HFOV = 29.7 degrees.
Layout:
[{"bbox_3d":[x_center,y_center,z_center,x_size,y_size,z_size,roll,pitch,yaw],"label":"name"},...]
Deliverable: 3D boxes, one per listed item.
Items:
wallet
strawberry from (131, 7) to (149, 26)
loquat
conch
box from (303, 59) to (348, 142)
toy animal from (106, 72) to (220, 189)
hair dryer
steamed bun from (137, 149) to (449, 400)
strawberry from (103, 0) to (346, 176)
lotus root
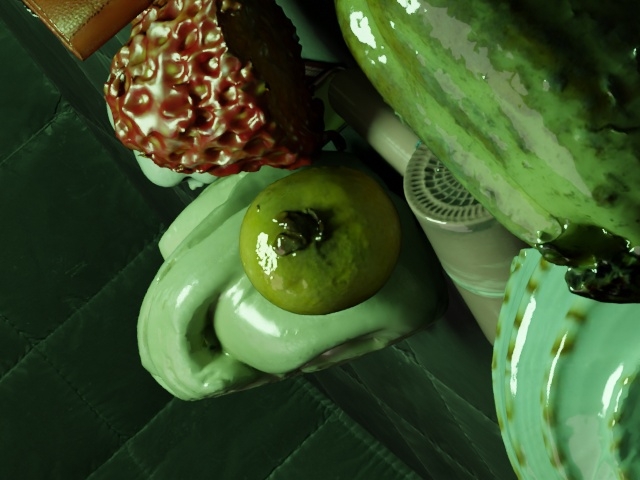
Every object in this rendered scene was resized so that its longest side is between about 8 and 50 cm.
[{"bbox_3d":[-0.192,-0.279,1.137,0.142,0.204,0.045,46,171,17],"label":"wallet"},{"bbox_3d":[-0.168,-0.270,1.336,0.236,0.107,0.175,33,163,48],"label":"strawberry"},{"bbox_3d":[0.000,0.000,1.105,0.163,0.163,0.137,175,94,-76],"label":"loquat"},{"bbox_3d":[0.247,0.135,0.834,0.303,0.215,0.319,23,168,10],"label":"conch"},{"bbox_3d":[-0.050,-0.145,1.310,0.069,0.120,0.224,54,168,-26],"label":"box"},{"bbox_3d":[-0.152,-0.166,1.455,0.178,0.193,0.127,60,164,-21],"label":"toy animal"},{"bbox_3d":[0.113,-0.057,1.084,0.352,0.125,0.210,50,176,46],"label":"hair dryer"},{"bbox_3d":[-0.036,0.027,1.356,0.368,0.342,0.255,17,-125,-77],"label":"steamed bun"},{"bbox_3d":[-0.104,-0.146,1.118,0.234,0.178,0.234,56,-160,-33],"label":"strawberry"},{"bbox_3d":[0.106,-0.108,0.643,0.309,0.173,0.173,45,169,2],"label":"lotus root"}]
